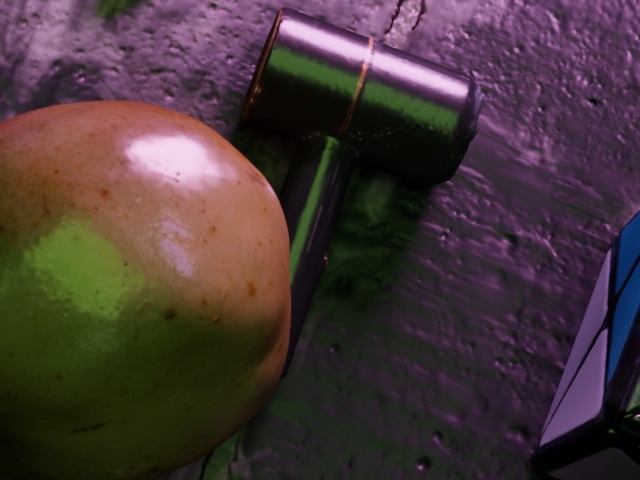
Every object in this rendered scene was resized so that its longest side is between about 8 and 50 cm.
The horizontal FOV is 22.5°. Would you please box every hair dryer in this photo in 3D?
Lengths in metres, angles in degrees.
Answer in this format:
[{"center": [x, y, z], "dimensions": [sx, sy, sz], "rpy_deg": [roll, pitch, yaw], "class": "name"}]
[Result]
[{"center": [0.000, 0.000, 1.325], "dimensions": [0.189, 0.107, 0.352], "rpy_deg": [19, 80, -6], "class": "hair dryer"}]

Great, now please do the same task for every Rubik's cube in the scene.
[{"center": [0.335, 0.107, 1.264], "dimensions": [0.250, 0.248, 0.246], "rpy_deg": [24, 71, -1], "class": "Rubik's cube"}]

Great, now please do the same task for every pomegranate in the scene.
[{"center": [-0.178, 0.045, 1.166], "dimensions": [0.319, 0.319, 0.319], "rpy_deg": [3, 74, -9], "class": "pomegranate"}]
